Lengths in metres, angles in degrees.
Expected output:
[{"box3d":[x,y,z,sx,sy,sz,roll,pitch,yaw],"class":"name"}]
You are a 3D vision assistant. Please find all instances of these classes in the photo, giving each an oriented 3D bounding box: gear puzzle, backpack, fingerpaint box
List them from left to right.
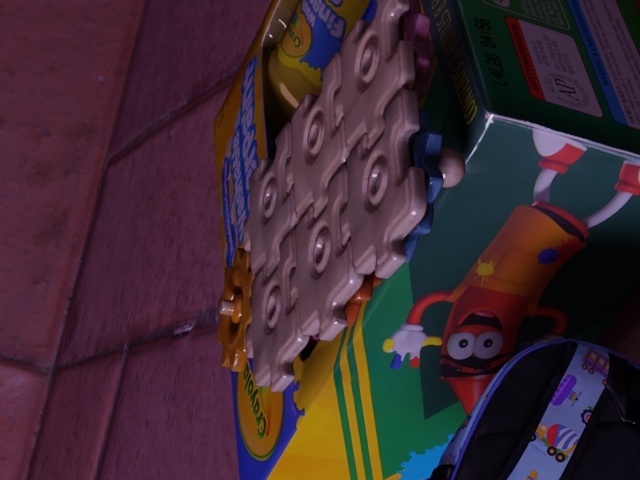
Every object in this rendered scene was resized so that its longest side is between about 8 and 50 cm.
[{"box3d":[0.000,0.000,0.934,0.339,0.044,0.175,129,144,-53],"class":"gear puzzle"},{"box3d":[0.062,-0.070,1.093,0.445,0.163,0.371,-98,29,-47],"class":"fingerpaint box"},{"box3d":[0.129,0.149,0.820,0.173,0.158,0.117,-64,1,-17],"class":"backpack"}]

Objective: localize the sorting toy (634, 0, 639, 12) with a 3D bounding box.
[{"box3d":[0.249,-0.280,1.019,0.229,0.041,0.307,-104,32,-54],"class":"sorting toy"}]
